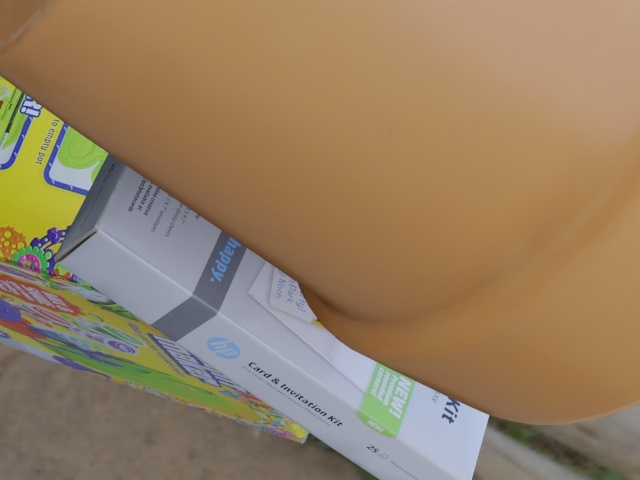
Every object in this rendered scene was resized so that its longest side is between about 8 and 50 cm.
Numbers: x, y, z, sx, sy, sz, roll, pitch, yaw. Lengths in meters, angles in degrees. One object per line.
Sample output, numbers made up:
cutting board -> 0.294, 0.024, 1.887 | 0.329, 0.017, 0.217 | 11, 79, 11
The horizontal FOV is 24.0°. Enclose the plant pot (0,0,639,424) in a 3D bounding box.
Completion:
plant pot -> 0.024, -0.108, 0.472 | 0.203, 0.291, 0.291 | 21, 71, -26

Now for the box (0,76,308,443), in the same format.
box -> -0.127, -0.031, 0.880 | 0.290, 0.279, 0.177 | 68, 40, -70

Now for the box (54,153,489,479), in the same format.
box -> 0.000, 0.000, 0.623 | 0.186, 0.038, 0.145 | 37, 50, -19
